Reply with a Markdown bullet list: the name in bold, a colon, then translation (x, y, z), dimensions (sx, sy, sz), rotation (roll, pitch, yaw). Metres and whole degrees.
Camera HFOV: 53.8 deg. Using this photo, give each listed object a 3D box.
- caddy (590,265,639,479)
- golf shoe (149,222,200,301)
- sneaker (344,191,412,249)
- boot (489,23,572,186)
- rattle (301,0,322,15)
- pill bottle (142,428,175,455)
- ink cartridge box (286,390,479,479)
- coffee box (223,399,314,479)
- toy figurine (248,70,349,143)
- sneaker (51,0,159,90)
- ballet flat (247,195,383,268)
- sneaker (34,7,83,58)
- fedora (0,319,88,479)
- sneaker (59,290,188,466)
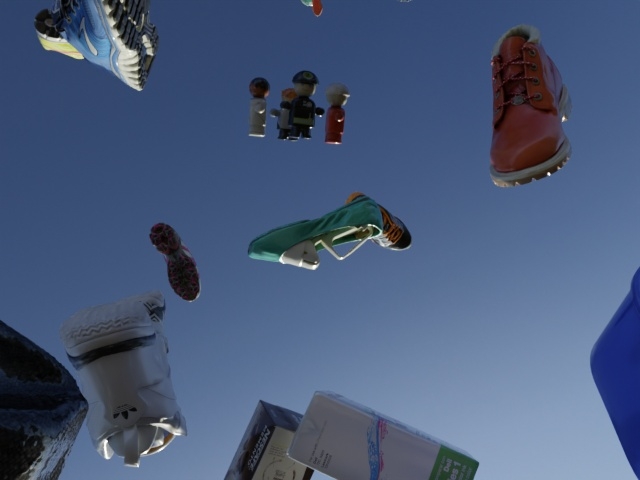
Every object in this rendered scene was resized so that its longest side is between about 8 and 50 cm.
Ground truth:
- **caddy**: translation (0.454, 0.157, 0.676), dimensions (0.242, 0.341, 0.179), rotation (10, -52, -9)
- **golf shoe**: translation (-0.308, 0.047, 1.391), dimensions (0.068, 0.086, 0.186), rotation (-25, -98, 2)
- **sneaker**: translation (0.149, -0.034, 1.508), dimensions (0.215, 0.083, 0.084), rotation (32, -90, -32)
- **boot**: translation (0.148, -0.104, 0.472), dimensions (0.059, 0.157, 0.084), rotation (-13, -58, 30)
- **rattle**: translation (-0.052, -0.458, 0.954), dimensions (0.200, 0.130, 0.142), rotation (29, -87, -9)
- **pill bottle**: translation (-0.436, 0.356, 1.456), dimensions (0.153, 0.152, 0.271), rotation (-24, -54, -16)
- **ink cartridge box**: translation (0.104, 0.356, 1.056), dimensions (0.201, 0.278, 0.117), rotation (61, -129, -75)
- **coffee box**: translation (-0.119, 0.502, 1.290), dimensions (0.119, 0.168, 0.297), rotation (25, -93, -17)
- **toy figurine**: translation (-0.056, -0.309, 1.473), dimensions (0.213, 0.210, 0.148), rotation (-5, -78, -55)
- **sneaker**: translation (-0.333, -0.336, 0.929), dimensions (0.147, 0.330, 0.129), rotation (15, -108, -6)
- **ballet flat**: translation (0.000, 0.000, 1.090), dimensions (0.248, 0.087, 0.083), rotation (-21, -24, -13)
- **sneaker**: translation (-0.444, -0.391, 1.228), dimensions (0.209, 0.094, 0.081), rotation (6, -106, -26)
- **fedora**: translation (-0.304, 0.157, 0.516), dimensions (0.152, 0.334, 0.334), rotation (-45, -53, 0)
- **sneaker**: translation (-0.287, 0.195, 0.945), dimensions (0.138, 0.366, 0.210), rotation (-13, -88, -10)
